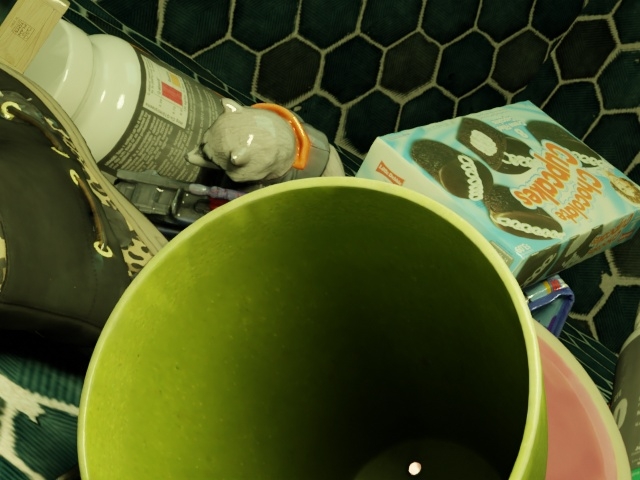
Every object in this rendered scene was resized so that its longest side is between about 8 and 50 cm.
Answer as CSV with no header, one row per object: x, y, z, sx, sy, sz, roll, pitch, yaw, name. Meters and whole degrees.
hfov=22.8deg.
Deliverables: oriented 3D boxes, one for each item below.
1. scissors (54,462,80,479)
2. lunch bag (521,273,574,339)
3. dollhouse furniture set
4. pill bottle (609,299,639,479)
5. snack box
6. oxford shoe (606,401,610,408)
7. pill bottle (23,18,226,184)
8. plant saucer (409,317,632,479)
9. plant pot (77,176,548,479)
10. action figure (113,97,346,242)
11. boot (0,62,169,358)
-0.135,0.135,1.047,0.297,0.109,0.021,-32,95,-57,scissors
0.144,0.105,1.695,0.138,0.293,0.221,-14,45,-17,lunch bag
-0.294,-0.158,1.500,0.129,0.184,0.129,34,9,-13,dollhouse furniture set
0.420,0.205,1.750,0.204,0.204,0.361,34,43,-13,pill bottle
0.194,-0.049,1.592,0.187,0.060,0.322,41,30,19,snack box
0.308,0.241,1.869,0.130,0.133,0.363,40,10,27,oxford shoe
-0.215,-0.129,1.730,0.278,0.162,0.162,28,12,-45,pill bottle
0.151,0.169,1.355,0.332,0.084,0.332,28,39,-26,plant saucer
0.033,0.145,1.013,0.275,0.275,0.293,41,-6,30,plant pot
-0.090,-0.061,1.596,0.341,0.179,0.330,13,-15,4,action figure
-0.284,-0.049,1.156,0.377,0.138,0.284,46,12,23,boot
